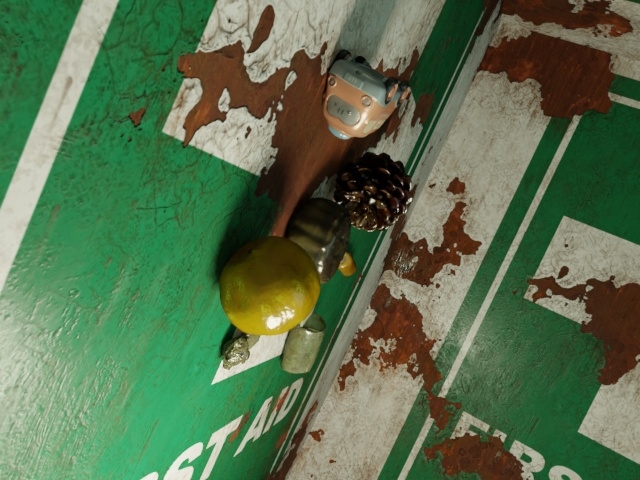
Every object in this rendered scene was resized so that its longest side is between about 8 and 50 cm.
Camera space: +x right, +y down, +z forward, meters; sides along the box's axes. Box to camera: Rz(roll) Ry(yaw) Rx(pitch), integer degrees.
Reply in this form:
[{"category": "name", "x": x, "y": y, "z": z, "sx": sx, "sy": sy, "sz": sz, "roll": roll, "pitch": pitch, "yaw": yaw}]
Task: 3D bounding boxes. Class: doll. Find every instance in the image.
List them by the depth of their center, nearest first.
[{"category": "doll", "x": -0.235, "y": 0.333, "z": 1.570, "sx": 0.203, "sy": 0.091, "sz": 0.286, "roll": -60, "pitch": 169, "yaw": -1}]

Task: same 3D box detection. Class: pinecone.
[{"category": "pinecone", "x": 0.197, "y": -0.178, "z": 1.733, "sx": 0.296, "sy": 0.298, "sz": 0.242, "roll": -54, "pitch": -177, "yaw": -32}]

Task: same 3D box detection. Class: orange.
[{"category": "orange", "x": -0.139, "y": 0.117, "z": 1.254, "sx": 0.279, "sy": 0.278, "sz": 0.235, "roll": -48, "pitch": 127, "yaw": -42}]

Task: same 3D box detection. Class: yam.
[{"category": "yam", "x": -0.076, "y": 0.455, "z": 2.068, "sx": 0.161, "sy": 0.161, "sz": 0.268, "roll": -28, "pitch": 137, "yaw": -62}]

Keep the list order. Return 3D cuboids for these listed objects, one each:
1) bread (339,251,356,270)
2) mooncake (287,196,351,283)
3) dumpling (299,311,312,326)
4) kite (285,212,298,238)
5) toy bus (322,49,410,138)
[{"category": "bread", "x": 0.136, "y": 0.123, "z": 2.346, "sx": 0.093, "sy": 0.073, "sz": 0.239, "roll": -66, "pitch": 163, "yaw": -10}, {"category": "mooncake", "x": 0.000, "y": 0.000, "z": 1.607, "sx": 0.290, "sy": 0.161, "sz": 0.291, "roll": -58, "pitch": 161, "yaw": -33}, {"category": "dumpling", "x": -0.067, "y": 0.250, "z": 1.900, "sx": 0.176, "sy": 0.092, "sz": 0.150, "roll": -52, "pitch": 165, "yaw": -32}, {"category": "kite", "x": -0.088, "y": -0.006, "z": 1.628, "sx": 0.323, "sy": 0.013, "sz": 0.268, "roll": -55, "pitch": 160, "yaw": -32}, {"category": "toy bus", "x": 0.117, "y": -0.418, "z": 1.396, "sx": 0.232, "sy": 0.194, "sz": 0.287, "roll": -59, "pitch": 167, "yaw": 27}]
